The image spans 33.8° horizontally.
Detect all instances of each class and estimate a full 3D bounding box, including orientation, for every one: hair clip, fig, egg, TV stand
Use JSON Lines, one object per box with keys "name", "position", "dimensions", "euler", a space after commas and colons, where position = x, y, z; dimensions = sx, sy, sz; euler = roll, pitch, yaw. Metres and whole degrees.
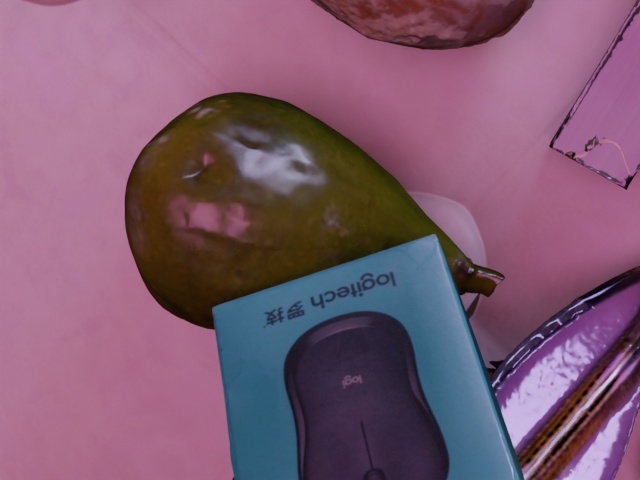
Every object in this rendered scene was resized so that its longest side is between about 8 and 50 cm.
{"name": "hair clip", "position": [0.239, 0.106, 0.883], "dimensions": [0.359, 0.096, 0.110], "euler": [-42, 101, -18]}
{"name": "fig", "position": [-0.027, 0.011, 0.953], "dimensions": [0.314, 0.233, 0.233], "euler": [43, 106, 0]}
{"name": "egg", "position": [0.078, -0.267, 0.895], "dimensions": [0.245, 0.203, 0.203], "euler": [35, 106, -4]}
{"name": "TV stand", "position": [0.301, -0.179, 0.908], "dimensions": [0.083, 0.088, 0.269], "euler": [31, 105, 6]}

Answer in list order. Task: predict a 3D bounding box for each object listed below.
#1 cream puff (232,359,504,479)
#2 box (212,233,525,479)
{"name": "cream puff", "position": [0.074, 0.261, 0.938], "dimensions": [0.351, 0.229, 0.350], "euler": [-1, 83, 12]}
{"name": "box", "position": [0.043, 0.166, 0.793], "dimensions": [0.205, 0.118, 0.311], "euler": [-19, 51, 8]}
